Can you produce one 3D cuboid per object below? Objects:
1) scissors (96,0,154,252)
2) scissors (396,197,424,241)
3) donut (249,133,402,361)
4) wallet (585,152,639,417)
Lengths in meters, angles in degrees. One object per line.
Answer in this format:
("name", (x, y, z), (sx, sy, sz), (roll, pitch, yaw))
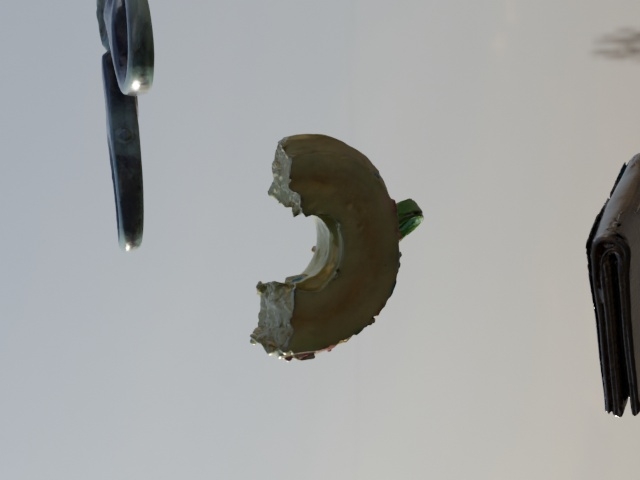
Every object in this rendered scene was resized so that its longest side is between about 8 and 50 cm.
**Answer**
("scissors", (-0.168, -0.204, 1.389), (0.256, 0.029, 0.383), (101, 162, -51))
("scissors", (0.029, 0.032, 1.582), (0.027, 0.101, 0.204), (56, 150, 18))
("donut", (0.004, 0.003, 1.268), (0.108, 0.065, 0.166), (-2, -81, -32))
("wallet", (0.213, 0.024, 1.161), (0.230, 0.042, 0.124), (-50, -47, -69))
